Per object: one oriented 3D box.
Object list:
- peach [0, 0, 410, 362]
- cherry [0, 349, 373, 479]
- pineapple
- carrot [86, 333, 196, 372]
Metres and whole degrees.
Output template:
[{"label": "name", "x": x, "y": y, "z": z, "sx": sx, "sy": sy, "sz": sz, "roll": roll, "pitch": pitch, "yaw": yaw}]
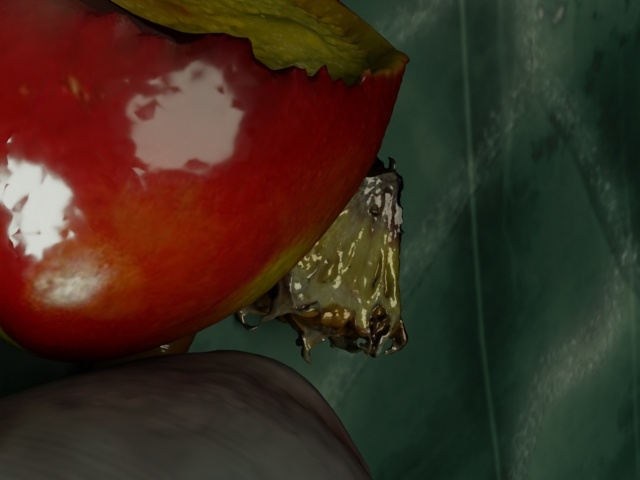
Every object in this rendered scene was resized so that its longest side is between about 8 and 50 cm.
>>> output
[{"label": "peach", "x": -0.067, "y": -0.061, "z": 0.578, "sx": 0.226, "sy": 0.190, "sz": 0.196, "roll": -39, "pitch": 114, "yaw": -22}, {"label": "cherry", "x": -0.114, "y": 0.195, "z": 0.520, "sx": 0.335, "sy": 0.291, "sz": 0.326, "roll": -51, "pitch": 154, "yaw": 6}, {"label": "pineapple", "x": 0.000, "y": 0.000, "z": 0.747, "sx": 0.137, "sy": 0.069, "sz": 0.116, "roll": 44, "pitch": 72, "yaw": -41}, {"label": "carrot", "x": -0.093, "y": 0.064, "z": 0.691, "sx": 0.048, "sy": 0.048, "sz": 0.139, "roll": 21, "pitch": 97, "yaw": -46}]
